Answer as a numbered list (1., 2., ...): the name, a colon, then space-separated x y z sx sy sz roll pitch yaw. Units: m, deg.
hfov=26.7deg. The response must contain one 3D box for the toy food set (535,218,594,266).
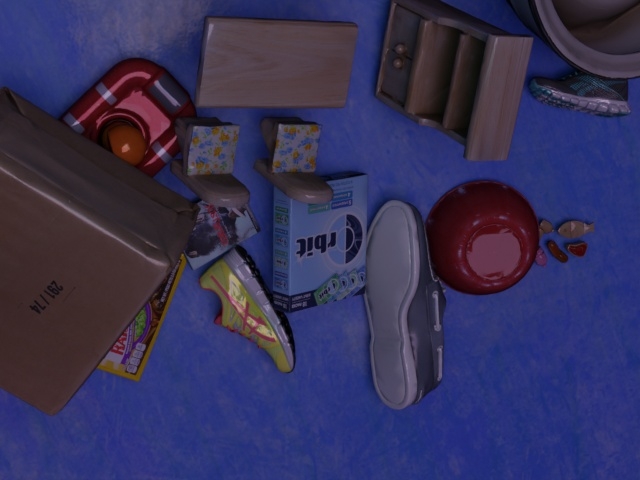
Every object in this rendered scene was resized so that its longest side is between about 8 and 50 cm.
1. toy food set: 0.363 0.004 2.095 0.122 0.019 0.078 2 103 -14

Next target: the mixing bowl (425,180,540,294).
1. mixing bowl: 0.250 0.008 2.016 0.181 0.098 0.182 -1 104 -5

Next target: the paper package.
1. paper package: -0.378 0.019 1.772 0.309 0.168 0.325 33 122 -12

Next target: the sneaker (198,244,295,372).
1. sneaker: -0.107 0.112 1.987 0.094 0.081 0.208 -29 103 4

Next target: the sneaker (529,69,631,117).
1. sneaker: 0.391 -0.234 2.031 0.166 0.065 0.076 9 85 -19

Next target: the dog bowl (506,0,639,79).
1. dog bowl: 0.413 -0.438 1.883 0.408 0.150 0.408 -12 116 -26

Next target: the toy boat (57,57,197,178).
1. toy boat: -0.274 -0.134 1.840 0.231 0.151 0.151 -44 108 0

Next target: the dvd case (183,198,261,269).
1. dvd case: -0.154 -0.023 1.956 0.119 0.013 0.087 -31 109 -20

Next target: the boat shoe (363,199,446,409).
1. boat shoe: 0.135 0.091 2.032 0.099 0.116 0.320 -12 105 -39

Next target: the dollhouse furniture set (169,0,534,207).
1. dollhouse furniture set: 0.036 -0.222 1.776 0.394 0.256 0.362 -3 114 -30

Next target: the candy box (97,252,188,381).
1. candy box: -0.277 0.096 1.962 0.105 0.027 0.206 20 98 -15

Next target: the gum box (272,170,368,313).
1. gum box: 0.000 0.000 1.960 0.157 0.041 0.184 -13 109 -43
